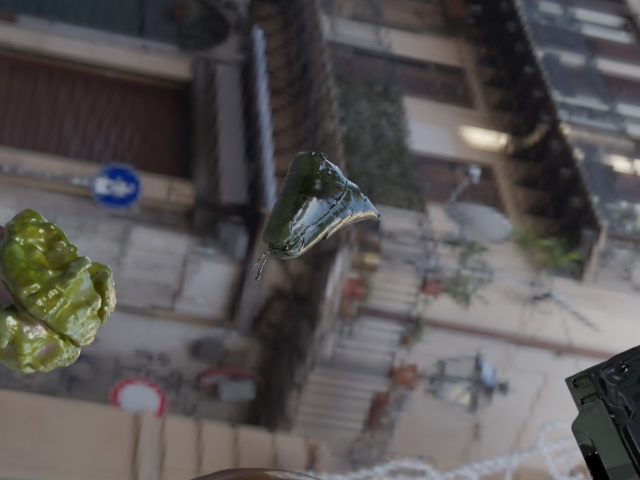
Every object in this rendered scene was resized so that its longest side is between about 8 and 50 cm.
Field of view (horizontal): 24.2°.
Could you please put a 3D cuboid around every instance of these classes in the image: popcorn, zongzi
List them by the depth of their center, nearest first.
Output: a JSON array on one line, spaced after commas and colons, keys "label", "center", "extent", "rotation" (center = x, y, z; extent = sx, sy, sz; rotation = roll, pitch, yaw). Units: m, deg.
[{"label": "popcorn", "center": [-0.243, 0.046, 1.262], "extent": [0.126, 0.145, 0.126], "rotation": [-56, 144, -20]}, {"label": "zongzi", "center": [0.000, 0.000, 1.529], "extent": [0.062, 0.130, 0.154], "rotation": [-5, -125, 43]}]

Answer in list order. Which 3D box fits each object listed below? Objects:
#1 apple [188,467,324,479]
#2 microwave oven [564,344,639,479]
[{"label": "apple", "center": [-0.052, 0.269, 1.091], "extent": [0.235, 0.210, 0.173], "rotation": [125, -18, -54]}, {"label": "microwave oven", "center": [0.443, 0.257, 1.591], "extent": [0.355, 0.286, 0.218], "rotation": [-103, 167, -59]}]
